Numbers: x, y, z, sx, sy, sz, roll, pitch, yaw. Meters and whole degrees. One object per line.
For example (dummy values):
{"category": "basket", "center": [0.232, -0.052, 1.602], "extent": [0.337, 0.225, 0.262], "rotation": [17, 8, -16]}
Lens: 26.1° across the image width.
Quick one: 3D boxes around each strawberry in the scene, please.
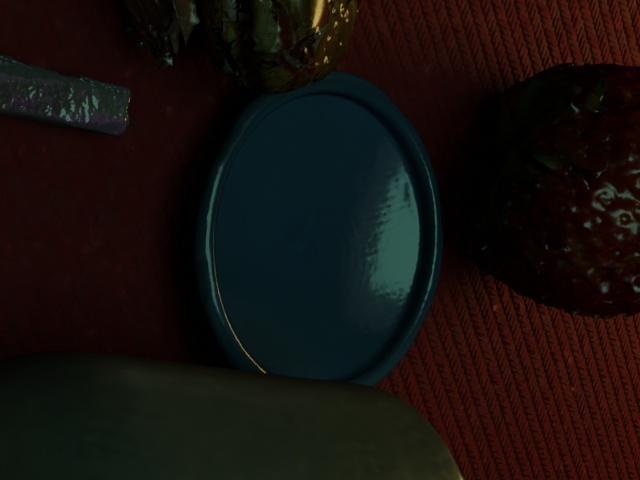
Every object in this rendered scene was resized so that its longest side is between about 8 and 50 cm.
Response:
{"category": "strawberry", "center": [0.291, -0.039, 1.304], "extent": [0.288, 0.238, 0.250], "rotation": [23, 92, -15]}

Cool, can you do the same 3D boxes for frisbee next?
{"category": "frisbee", "center": [-0.004, -0.001, 1.189], "extent": [0.290, 0.049, 0.289], "rotation": [-3, 95, -43]}

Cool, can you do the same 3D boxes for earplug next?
{"category": "earplug", "center": [-0.125, 0.236, 0.952], "extent": [0.394, 0.313, 0.312], "rotation": [12, 88, -40]}

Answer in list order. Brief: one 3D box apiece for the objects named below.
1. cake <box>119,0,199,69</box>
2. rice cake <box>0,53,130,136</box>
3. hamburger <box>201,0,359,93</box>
{"category": "cake", "center": [-0.150, -0.264, 1.004], "extent": [0.135, 0.098, 0.287], "rotation": [-17, 102, -39]}
{"category": "rice cake", "center": [-0.229, -0.108, 0.994], "extent": [0.207, 0.036, 0.047], "rotation": [9, 81, -40]}
{"category": "hamburger", "center": [-0.024, -0.222, 1.060], "extent": [0.231, 0.107, 0.230], "rotation": [9, 90, -82]}
